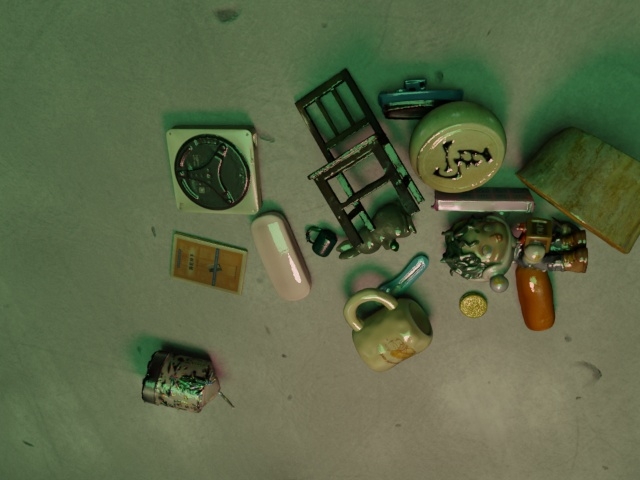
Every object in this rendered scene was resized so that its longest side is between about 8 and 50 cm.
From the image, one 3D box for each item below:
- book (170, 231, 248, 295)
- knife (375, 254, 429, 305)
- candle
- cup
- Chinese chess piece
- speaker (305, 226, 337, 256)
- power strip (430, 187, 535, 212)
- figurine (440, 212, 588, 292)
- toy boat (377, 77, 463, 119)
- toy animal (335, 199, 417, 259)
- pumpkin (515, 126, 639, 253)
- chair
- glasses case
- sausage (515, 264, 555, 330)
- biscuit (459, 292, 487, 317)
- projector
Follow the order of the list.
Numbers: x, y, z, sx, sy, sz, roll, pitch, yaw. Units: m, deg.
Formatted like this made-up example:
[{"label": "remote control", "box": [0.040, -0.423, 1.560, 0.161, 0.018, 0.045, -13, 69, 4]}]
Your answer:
[{"label": "book", "box": [-0.361, 0.077, 1.856, 0.242, 0.018, 0.170, 13, 116, 3]}, {"label": "knife", "box": [0.247, 0.126, 1.766, 0.064, 0.031, 0.222, 39, 114, -10]}, {"label": "candle", "box": [-0.438, 0.491, 1.962, 0.330, 0.187, 0.187, 12, 115, 3]}, {"label": "cup", "box": [0.201, 0.251, 1.767, 0.202, 0.173, 0.255, -36, 84, 24]}, {"label": "Chinese chess piece", "box": [0.356, -0.239, 1.505, 0.250, 0.101, 0.250, -1, 135, -1]}, {"label": "speaker", "box": [0.001, -0.002, 1.746, 0.094, 0.060, 0.075, 46, 119, 27]}, {"label": "power strip", "box": [0.444, -0.113, 1.583, 0.279, 0.109, 0.037, 2, 116, 9]}, {"label": "figurine", "box": [0.517, 0.024, 1.570, 0.382, 0.261, 0.186, 0, 137, 20]}, {"label": "toy boat", "box": [0.262, -0.374, 1.515, 0.223, 0.100, 0.097, -2, 78, 5]}, {"label": "toy animal", "box": [0.162, -0.019, 1.688, 0.236, 0.108, 0.138, -22, 80, 32]}, {"label": "pumpkin", "box": [0.679, -0.135, 1.431, 0.332, 0.332, 0.199, 38, 104, -8]}, {"label": "chair", "box": [0.078, -0.222, 1.475, 0.203, 0.240, 0.416, -31, 92, 21]}, {"label": "glasses case", "box": [-0.119, 0.052, 1.771, 0.113, 0.075, 0.297, -15, 110, 17]}, {"label": "sausage", "box": [0.629, 0.162, 1.686, 0.098, 0.098, 0.238, -12, 112, 14]}, {"label": "biscuit", "box": [0.467, 0.199, 1.765, 0.084, 0.023, 0.084, 4, 114, 8]}, {"label": "projector", "box": [-0.310, -0.202, 1.688, 0.259, 0.079, 0.257, 2, 115, 10]}]
